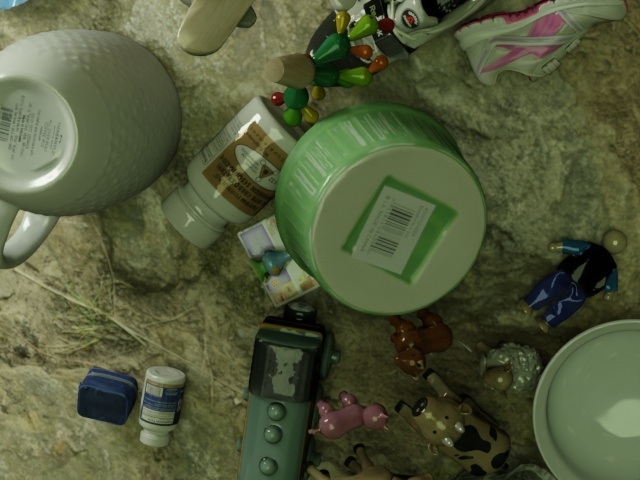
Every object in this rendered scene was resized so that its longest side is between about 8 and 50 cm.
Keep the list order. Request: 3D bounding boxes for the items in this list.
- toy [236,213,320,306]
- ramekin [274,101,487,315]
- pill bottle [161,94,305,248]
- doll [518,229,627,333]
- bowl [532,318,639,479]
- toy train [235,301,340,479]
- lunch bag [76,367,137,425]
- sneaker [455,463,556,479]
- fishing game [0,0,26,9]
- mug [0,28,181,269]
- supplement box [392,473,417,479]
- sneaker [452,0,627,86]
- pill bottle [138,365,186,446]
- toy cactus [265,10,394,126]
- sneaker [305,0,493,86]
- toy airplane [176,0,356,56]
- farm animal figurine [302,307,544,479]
[{"bbox_3d":[0.000,0.000,1.864,0.237,0.056,0.137,-26,97,11],"label":"toy"},{"bbox_3d":[0.095,-0.038,1.742,0.303,0.148,0.303,-5,113,-12],"label":"ramekin"},{"bbox_3d":[-0.130,-0.100,1.826,0.229,0.131,0.131,-43,92,12],"label":"pill bottle"},{"bbox_3d":[0.391,0.053,1.825,0.189,0.046,0.129,-43,93,13],"label":"doll"},{"bbox_3d":[0.468,0.249,1.804,0.298,0.134,0.298,1,100,8],"label":"bowl"},{"bbox_3d":[-0.061,0.265,1.850,0.142,0.190,0.334,11,101,6],"label":"toy train"},{"bbox_3d":[-0.351,0.252,1.952,0.098,0.065,0.067,14,117,4],"label":"lunch bag"},{"bbox_3d":[0.307,0.411,1.843,0.115,0.232,0.090,49,62,-19],"label":"sneaker"},{"bbox_3d":[-0.497,-0.453,1.864,0.264,0.041,0.189,-28,87,17],"label":"fishing game"},{"bbox_3d":[-0.398,-0.127,1.757,0.276,0.328,0.374,28,102,3],"label":"mug"},{"bbox_3d":[0.131,0.446,1.856,0.081,0.188,0.104,3,100,6],"label":"supplement box"},{"bbox_3d":[0.328,-0.295,1.753,0.252,0.103,0.111,-14,102,16],"label":"sneaker"},{"bbox_3d":[-0.260,0.270,1.940,0.067,0.067,0.120,12,101,5],"label":"pill bottle"},{"bbox_3d":[-0.008,-0.248,1.696,0.219,0.180,0.112,-35,73,35],"label":"toy cactus"},{"bbox_3d":[0.113,-0.330,1.748,0.330,0.146,0.122,-30,97,14],"label":"sneaker"},{"bbox_3d":[-0.075,-0.492,1.712,0.386,0.272,0.384,-21,110,-26],"label":"toy airplane"},{"bbox_3d":[0.164,0.287,1.770,0.327,0.172,0.330,17,106,-35],"label":"farm animal figurine"}]
